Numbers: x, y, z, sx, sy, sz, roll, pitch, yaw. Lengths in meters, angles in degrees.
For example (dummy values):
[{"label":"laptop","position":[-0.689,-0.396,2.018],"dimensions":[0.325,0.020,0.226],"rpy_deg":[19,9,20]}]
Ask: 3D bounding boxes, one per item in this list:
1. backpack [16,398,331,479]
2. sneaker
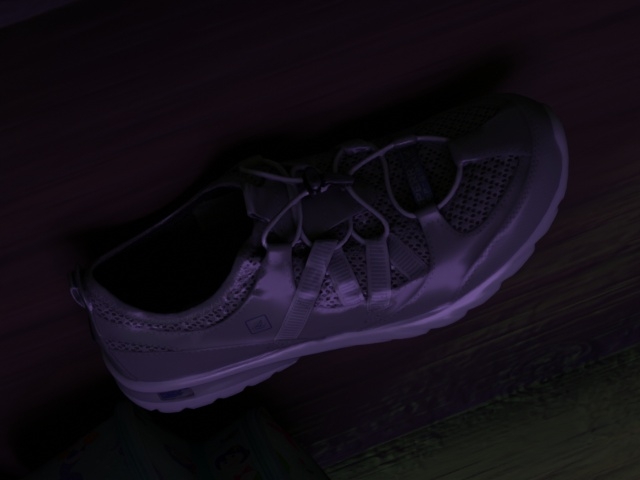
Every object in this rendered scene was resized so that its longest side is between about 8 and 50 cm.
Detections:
[{"label":"backpack","position":[-0.064,0.213,1.166],"dimensions":[0.191,0.225,0.253],"rpy_deg":[-38,135,6]},{"label":"sneaker","position":[0.000,0.000,1.029],"dimensions":[0.281,0.105,0.115],"rpy_deg":[-29,145,5]}]
